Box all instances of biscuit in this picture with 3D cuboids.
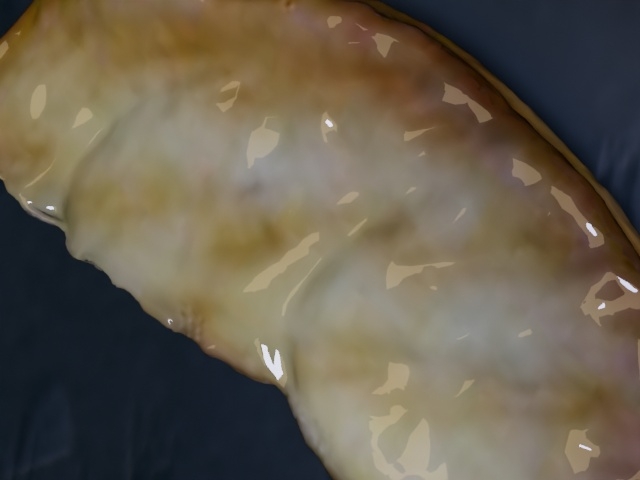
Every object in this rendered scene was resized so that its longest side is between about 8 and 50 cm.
[{"bbox_3d":[0.001,-0.004,0.578,0.299,0.045,0.154,42,113,21],"label":"biscuit"}]
